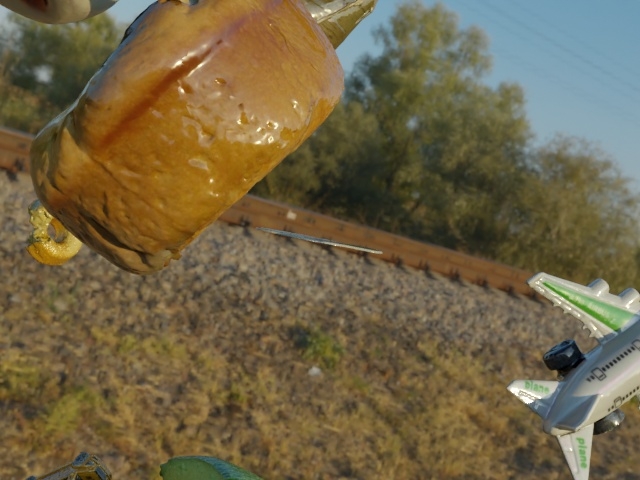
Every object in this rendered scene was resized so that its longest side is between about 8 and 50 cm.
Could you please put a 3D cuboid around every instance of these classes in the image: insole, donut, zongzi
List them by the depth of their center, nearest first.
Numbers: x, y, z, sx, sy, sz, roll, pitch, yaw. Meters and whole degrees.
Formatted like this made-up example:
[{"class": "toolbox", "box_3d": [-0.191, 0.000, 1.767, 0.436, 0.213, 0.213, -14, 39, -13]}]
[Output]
[{"class": "donut", "box_3d": [-0.109, -0.100, 0.727, 0.150, 0.299, 0.317, 46, 39, -8]}, {"class": "zongzi", "box_3d": [-0.016, -0.322, 1.049, 0.178, 0.189, 0.081, 43, 0, -39]}, {"class": "insole", "box_3d": [0.000, 0.000, 1.236, 0.197, 0.004, 0.065, 11, 3, -16]}, {"class": "donut", "box_3d": [-0.409, -0.016, 1.312, 0.043, 0.108, 0.097, -9, -8, 36]}]

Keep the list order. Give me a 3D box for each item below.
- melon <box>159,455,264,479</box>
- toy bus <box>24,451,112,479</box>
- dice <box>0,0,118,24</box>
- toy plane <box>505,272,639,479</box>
[{"class": "melon", "box_3d": [-0.088, 0.506, 1.322, 0.343, 0.226, 0.331, 38, -24, -29]}, {"class": "toy bus", "box_3d": [-0.442, 0.430, 1.442, 0.069, 0.162, 0.074, 60, 10, -26]}, {"class": "dice", "box_3d": [-0.383, -0.515, 1.165, 0.277, 0.304, 0.304, 27, -22, 10]}, {"class": "toy plane", "box_3d": [0.304, 0.118, 0.836, 0.251, 0.255, 0.101, 56, -18, 1]}]
